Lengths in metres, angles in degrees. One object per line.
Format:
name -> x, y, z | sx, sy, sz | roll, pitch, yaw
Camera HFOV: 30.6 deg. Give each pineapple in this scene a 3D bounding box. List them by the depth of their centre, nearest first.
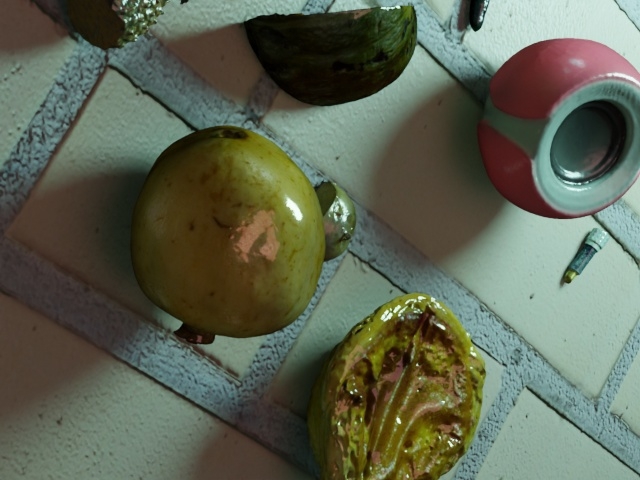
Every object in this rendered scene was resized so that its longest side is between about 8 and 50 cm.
pineapple -> -0.216, -0.348, 1.545 | 0.251, 0.125, 0.125 | -44, 121, -32

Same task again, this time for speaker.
speaker -> 0.394, -0.175, 1.902 | 0.294, 0.294, 0.294 | -8, 104, -34

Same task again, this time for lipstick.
lipstick -> 0.486, 0.031, 2.151 | 0.116, 0.037, 0.037 | -51, 123, -11

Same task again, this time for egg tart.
egg tart -> 0.110, 0.255, 1.857 | 0.339, 0.153, 0.351 | -13, 106, -33

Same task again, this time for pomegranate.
pomegranate -> -0.123, -0.014, 1.564 | 0.307, 0.307, 0.307 | -8, 104, -34

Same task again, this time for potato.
potato -> 0.000, 0.000, 1.767 | 0.172, 0.089, 0.100 | -47, 124, -20

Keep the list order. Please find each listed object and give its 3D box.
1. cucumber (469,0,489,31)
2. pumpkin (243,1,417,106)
cucumber -> 0.266, -0.406, 1.908 | 0.032, 0.032, 0.133 | 12, 93, -36
pumpkin -> 0.057, -0.270, 1.701 | 0.312, 0.169, 0.148 | -14, 105, -32
